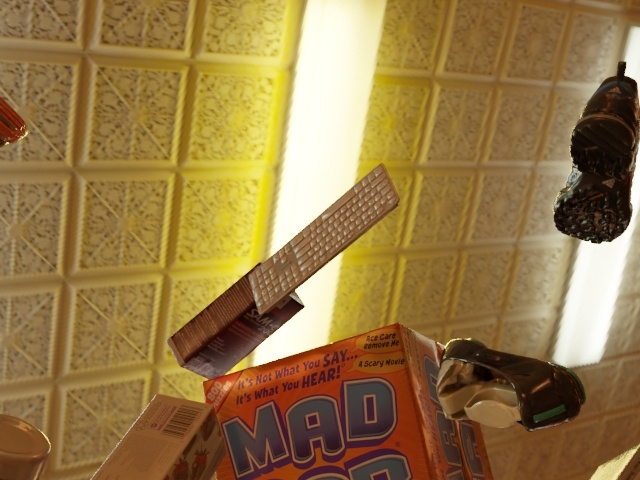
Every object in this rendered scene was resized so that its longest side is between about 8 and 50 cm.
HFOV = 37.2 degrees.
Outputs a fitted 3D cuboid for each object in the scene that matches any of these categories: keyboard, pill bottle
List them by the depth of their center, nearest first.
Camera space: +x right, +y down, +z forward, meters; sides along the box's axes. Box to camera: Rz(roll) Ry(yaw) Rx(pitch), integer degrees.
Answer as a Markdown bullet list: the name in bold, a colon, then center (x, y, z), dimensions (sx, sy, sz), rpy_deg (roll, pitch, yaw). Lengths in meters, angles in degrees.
- **keyboard**: center (0.000, 0.000, 1.260), dimensions (0.256, 0.072, 0.014), rpy_deg (-40, -37, 22)
- **pill bottle**: center (-0.499, 0.383, 1.403), dimensions (0.131, 0.131, 0.229), rpy_deg (16, -76, -42)

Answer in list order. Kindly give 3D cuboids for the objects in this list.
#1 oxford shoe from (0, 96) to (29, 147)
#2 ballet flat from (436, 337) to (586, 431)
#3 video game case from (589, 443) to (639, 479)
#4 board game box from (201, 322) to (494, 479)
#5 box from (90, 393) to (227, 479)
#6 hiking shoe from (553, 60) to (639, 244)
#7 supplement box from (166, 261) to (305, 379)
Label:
- **oxford shoe**: center (-0.503, -0.164, 1.301), dimensions (0.133, 0.363, 0.130), rpy_deg (-48, -58, -10)
- **ballet flat**: center (0.197, 0.174, 1.146), dimensions (0.096, 0.280, 0.095), rpy_deg (-28, -82, -20)
- **video game case**: center (0.468, 0.439, 1.615), dimensions (0.193, 0.023, 0.212), rpy_deg (-46, -12, -22)
- **board game box**: center (0.066, 0.381, 1.583), dimensions (0.356, 0.356, 0.357), rpy_deg (31, -136, -61)
- **box**: center (-0.177, 0.252, 0.747), dimensions (0.324, 0.067, 0.063), rpy_deg (-56, -36, -49)
- **hiking shoe**: center (0.413, -0.106, 1.367), dimensions (0.304, 0.113, 0.132), rpy_deg (82, -148, -59)
- **supplement box**: center (-0.160, 0.160, 1.825), dimensions (0.239, 0.073, 0.130), rpy_deg (-41, -34, 7)
